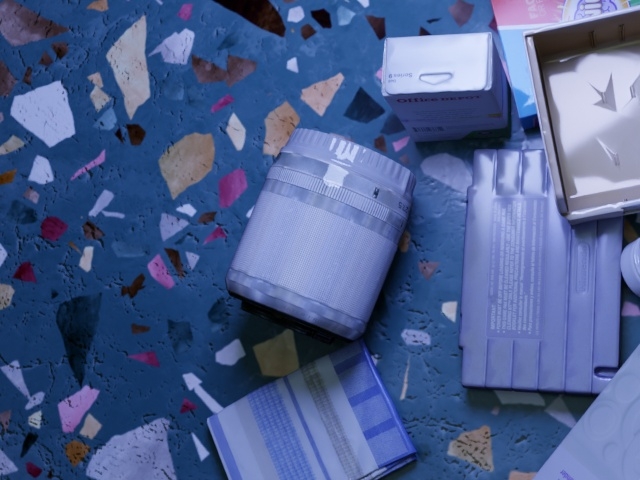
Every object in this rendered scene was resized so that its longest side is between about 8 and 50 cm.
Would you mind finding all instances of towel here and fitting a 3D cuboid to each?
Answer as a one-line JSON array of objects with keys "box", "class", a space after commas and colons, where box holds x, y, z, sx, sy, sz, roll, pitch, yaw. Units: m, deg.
[{"box": [-0.017, 0.298, 1.683, 0.285, 0.034, 0.209, -29, 70, 8], "class": "towel"}]

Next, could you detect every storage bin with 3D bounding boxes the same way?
[{"box": [0.433, -0.175, 1.528, 0.262, 0.123, 0.260, -11, 80, 14], "class": "storage bin"}]

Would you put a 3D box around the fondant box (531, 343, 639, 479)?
[{"box": [0.440, 0.294, 1.443, 0.330, 0.096, 0.238, -53, 34, 4], "class": "fondant box"}]

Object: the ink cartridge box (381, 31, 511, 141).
[{"box": [0.188, -0.219, 1.629, 0.154, 0.212, 0.093, -1, 78, 17], "class": "ink cartridge box"}]

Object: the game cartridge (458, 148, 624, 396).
[{"box": [0.320, 0.043, 1.619, 0.230, 0.068, 0.355, 1, 79, 21], "class": "game cartridge"}]

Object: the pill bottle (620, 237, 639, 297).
[{"box": [0.504, 0.004, 1.481, 0.124, 0.221, 0.124, 11, 65, -24], "class": "pill bottle"}]

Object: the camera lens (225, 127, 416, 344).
[{"box": [0.000, 0.000, 1.639, 0.219, 0.219, 0.274, 20, 85, 20], "class": "camera lens"}]

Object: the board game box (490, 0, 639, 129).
[{"box": [0.425, -0.321, 1.656, 0.317, 0.064, 0.242, -15, 75, 14], "class": "board game box"}]
